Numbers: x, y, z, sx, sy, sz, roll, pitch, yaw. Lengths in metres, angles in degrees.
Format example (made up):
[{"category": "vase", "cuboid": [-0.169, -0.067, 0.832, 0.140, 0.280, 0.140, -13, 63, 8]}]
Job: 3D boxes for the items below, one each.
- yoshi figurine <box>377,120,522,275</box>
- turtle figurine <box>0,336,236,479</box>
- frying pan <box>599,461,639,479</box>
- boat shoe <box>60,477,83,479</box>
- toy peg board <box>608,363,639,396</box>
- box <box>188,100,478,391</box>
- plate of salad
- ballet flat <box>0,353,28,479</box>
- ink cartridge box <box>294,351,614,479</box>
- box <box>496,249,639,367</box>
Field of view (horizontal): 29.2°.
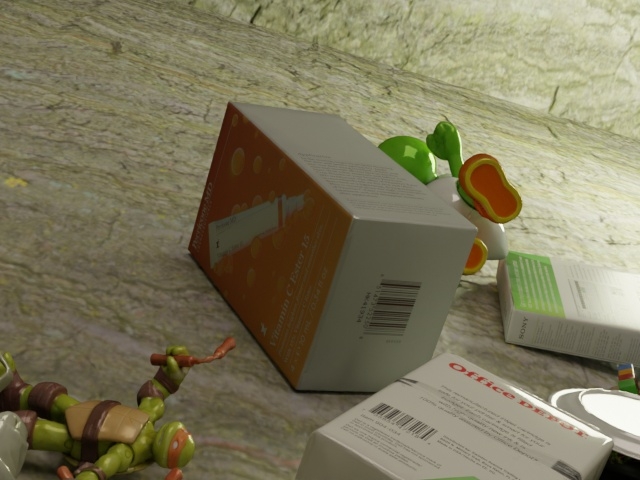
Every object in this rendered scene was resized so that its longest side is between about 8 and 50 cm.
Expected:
[{"category": "yoshi figurine", "cuboid": [0.154, -0.069, 1.797, 0.204, 0.202, 0.362, -6, 8, -8]}, {"category": "turtle figurine", "cuboid": [-0.192, 0.157, 1.066, 0.217, 0.087, 0.269, 12, 34, 12]}, {"category": "frying pan", "cuboid": [0.380, 0.271, 1.267, 0.326, 0.053, 0.197, 19, 16, 18]}, {"category": "boat shoe", "cuboid": [-0.191, 0.268, 0.763, 0.117, 0.096, 0.324, 17, 20, -4]}, {"category": "toy peg board", "cuboid": [0.421, 0.169, 1.454, 0.161, 0.079, 0.160, -13, 16, 13]}, {"category": "box", "cuboid": [0.000, 0.000, 1.455, 0.168, 0.215, 0.345, 5, 23, -30]}, {"category": "plate of salad", "cuboid": [0.336, 0.207, 1.300, 0.200, 0.048, 0.200, 14, 14, -3]}, {"category": "ballet flat", "cuboid": [-0.274, 0.136, 0.962, 0.086, 0.086, 0.248, 1, 47, -39]}, {"category": "ink cartridge box", "cuboid": [0.123, 0.222, 1.122, 0.198, 0.114, 0.273, 27, 22, 23]}, {"category": "box", "cuboid": [0.411, 0.102, 1.714, 0.322, 0.058, 0.232, 12, 20, 1]}]
